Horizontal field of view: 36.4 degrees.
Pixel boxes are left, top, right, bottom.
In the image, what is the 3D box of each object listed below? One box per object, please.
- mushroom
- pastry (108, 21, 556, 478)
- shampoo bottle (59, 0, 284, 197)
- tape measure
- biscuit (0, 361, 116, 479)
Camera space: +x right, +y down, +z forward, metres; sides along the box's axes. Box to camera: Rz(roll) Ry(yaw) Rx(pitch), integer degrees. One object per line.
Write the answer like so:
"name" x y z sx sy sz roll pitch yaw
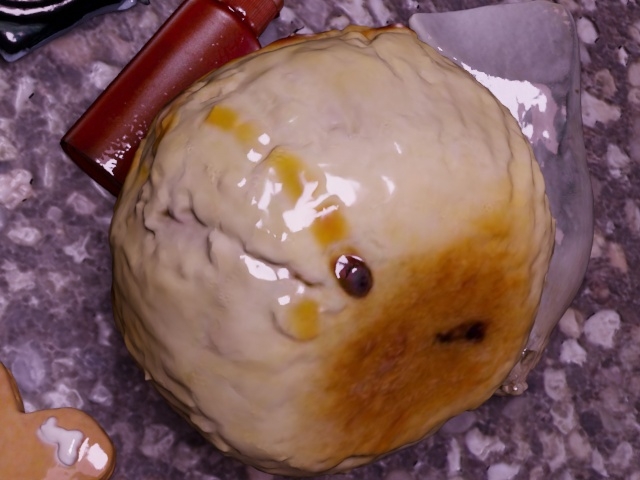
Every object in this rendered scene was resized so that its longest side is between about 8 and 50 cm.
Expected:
"mushroom" 0.198 -0.042 1.007 0.177 0.126 0.397 -6 83 -7
"pastry" 0.000 0.000 0.829 0.388 0.312 0.389 -16 127 -23
"shampoo bottle" -0.134 -0.159 0.955 0.102 0.064 0.260 38 73 -7
"tape measure" -0.279 -0.272 0.909 0.182 0.107 0.181 -29 93 -19
"biscuit" -0.315 0.272 0.808 0.215 0.047 0.340 26 73 10
